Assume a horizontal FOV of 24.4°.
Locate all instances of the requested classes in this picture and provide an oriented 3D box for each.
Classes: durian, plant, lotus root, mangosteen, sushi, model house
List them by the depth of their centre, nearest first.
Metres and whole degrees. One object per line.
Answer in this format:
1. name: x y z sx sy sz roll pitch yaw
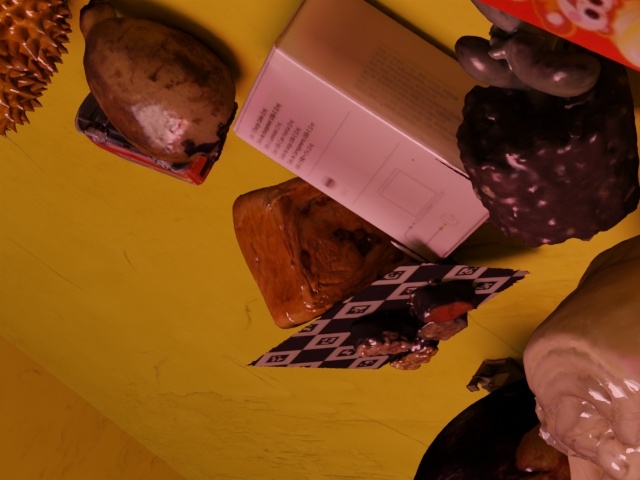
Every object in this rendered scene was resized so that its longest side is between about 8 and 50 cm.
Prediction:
1. plant: 0.167 -0.127 1.127 0.146 0.149 0.274 -14 131 -1
2. lotus root: -0.177 -0.166 1.552 0.214 0.138 0.138 40 159 11
3. sushi: 0.079 0.102 1.552 0.193 0.043 0.279 5 151 -39
4. durian: -0.332 -0.218 1.594 0.183 0.138 0.249 63 164 14
5. mangosteen: 0.306 0.297 1.617 0.382 0.382 0.435 36 118 -8
6. model house: 0.227 0.179 1.802 0.058 0.057 0.083 45 153 -17

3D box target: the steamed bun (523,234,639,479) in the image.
1. steamed bun: 0.343 0.111 1.269 0.352 0.247 0.339 -6 140 -1

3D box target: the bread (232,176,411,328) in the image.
1. bread: 0.000 0.000 1.575 0.143 0.149 0.158 -33 76 62

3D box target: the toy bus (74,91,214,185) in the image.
1. toy bus: -0.198 -0.122 1.723 0.174 0.079 0.077 20 164 28

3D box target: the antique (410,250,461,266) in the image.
1. antique: 0.077 0.065 1.733 0.081 0.080 0.221 38 156 -17

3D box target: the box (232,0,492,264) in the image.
1. box: 0.059 -0.103 1.382 0.252 0.106 0.203 32 159 -2

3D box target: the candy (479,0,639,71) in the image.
1. candy: 0.193 -0.203 0.957 0.276 0.146 0.088 28 157 15
